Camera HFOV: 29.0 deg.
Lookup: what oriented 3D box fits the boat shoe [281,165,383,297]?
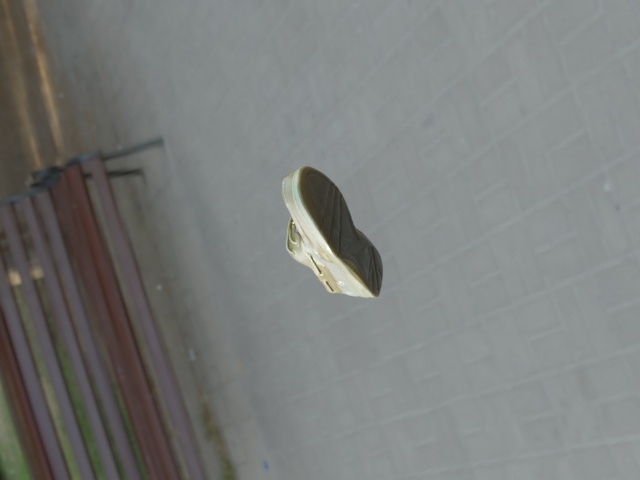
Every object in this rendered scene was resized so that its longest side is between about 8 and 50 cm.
[{"bbox_3d":[0.000,0.000,0.848,0.135,0.045,0.050,56,-145,-46],"label":"boat shoe"}]
